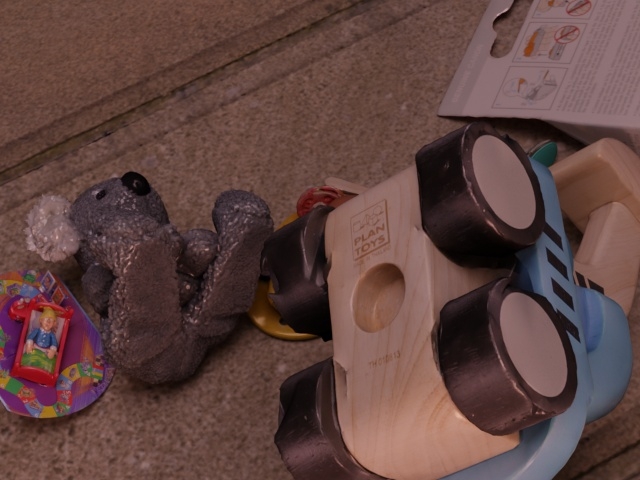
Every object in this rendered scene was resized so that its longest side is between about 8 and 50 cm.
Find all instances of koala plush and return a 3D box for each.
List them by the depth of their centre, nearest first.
[{"bbox_3d":[-0.190,0.014,1.438,0.196,0.203,0.221,-10,35,-37],"label":"koala plush"}]

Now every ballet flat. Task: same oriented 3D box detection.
[{"bbox_3d":[0.214,-0.069,1.522,0.041,0.041,0.114,24,60,22],"label":"ballet flat"}]

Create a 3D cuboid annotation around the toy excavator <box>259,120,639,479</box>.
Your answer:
[{"bbox_3d":[0.179,0.050,1.242,0.222,0.445,0.433,-29,50,34],"label":"toy excavator"}]

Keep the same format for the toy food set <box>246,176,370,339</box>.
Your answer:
[{"bbox_3d":[0.000,0.000,1.478,0.128,0.071,0.218,26,62,23],"label":"toy food set"}]

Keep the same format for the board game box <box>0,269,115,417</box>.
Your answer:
[{"bbox_3d":[-0.284,0.096,1.423,0.133,0.033,0.169,-28,73,-37],"label":"board game box"}]

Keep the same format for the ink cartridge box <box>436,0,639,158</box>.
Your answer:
[{"bbox_3d":[0.364,-0.216,1.601,0.385,0.091,0.308,7,55,32],"label":"ink cartridge box"}]
